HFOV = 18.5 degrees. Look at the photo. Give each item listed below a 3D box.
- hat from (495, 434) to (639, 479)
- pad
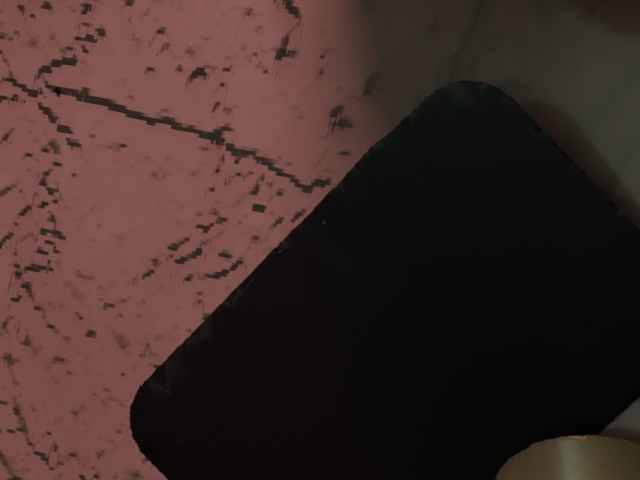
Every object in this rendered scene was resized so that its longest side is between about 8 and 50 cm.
[{"bbox_3d":[0.129,0.167,0.862,0.122,0.081,0.166,-7,77,16],"label":"hat"},{"bbox_3d":[-0.010,-0.001,0.938,0.250,0.055,0.323,-44,72,16],"label":"pad"}]
